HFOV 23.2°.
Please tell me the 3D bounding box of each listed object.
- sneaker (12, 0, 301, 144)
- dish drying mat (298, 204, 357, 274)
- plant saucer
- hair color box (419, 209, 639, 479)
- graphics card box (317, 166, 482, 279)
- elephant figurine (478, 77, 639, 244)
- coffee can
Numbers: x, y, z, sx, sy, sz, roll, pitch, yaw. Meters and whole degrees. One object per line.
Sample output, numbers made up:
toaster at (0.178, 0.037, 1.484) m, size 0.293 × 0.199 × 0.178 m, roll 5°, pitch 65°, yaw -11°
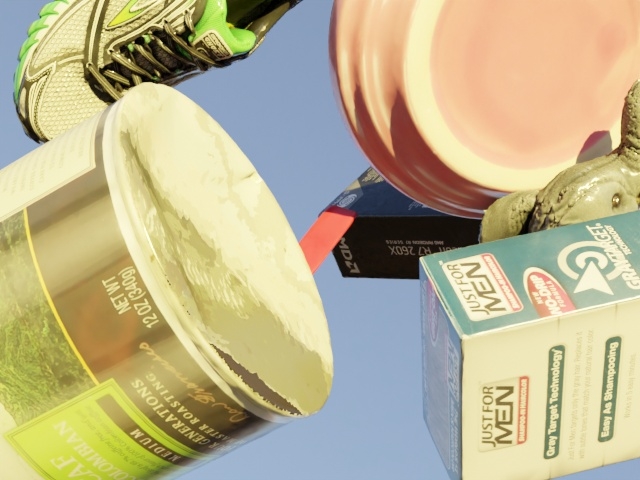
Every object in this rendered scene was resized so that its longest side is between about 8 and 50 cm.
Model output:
sneaker at (-0.149, -0.206, 1.492) m, size 0.343 × 0.146 × 0.134 m, roll -38°, pitch -52°, yaw 5°
dish drying mat at (0.000, 0.000, 1.410) m, size 0.032 × 0.083 × 0.008 m, roll 20°, pitch -36°, yaw 25°
plant saucer at (0.174, -0.172, 1.363) m, size 0.332 × 0.332 × 0.084 m, roll 41°, pitch 0°, yaw -26°
hair color box at (0.254, 0.069, 1.197) m, size 0.347 × 0.105 × 0.174 m, roll -12°, pitch -52°, yaw -10°
graphics card box at (0.206, -0.051, 1.695) m, size 0.371 × 0.233 × 0.094 m, roll 1°, pitch -56°, yaw 41°
elephant figurine at (0.224, 0.006, 1.360) m, size 0.169 × 0.186 × 0.239 m, roll 0°, pitch -47°, yaw 31°
coffee can at (-0.161, 0.063, 0.874) m, size 0.275 × 0.201 × 0.201 m, roll -28°, pitch -54°, yaw 18°
